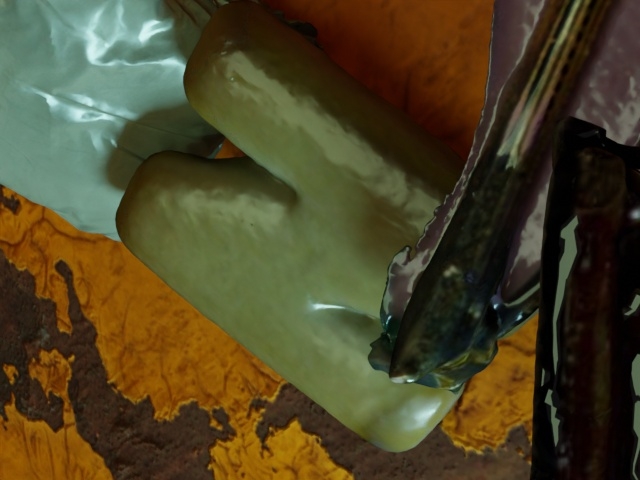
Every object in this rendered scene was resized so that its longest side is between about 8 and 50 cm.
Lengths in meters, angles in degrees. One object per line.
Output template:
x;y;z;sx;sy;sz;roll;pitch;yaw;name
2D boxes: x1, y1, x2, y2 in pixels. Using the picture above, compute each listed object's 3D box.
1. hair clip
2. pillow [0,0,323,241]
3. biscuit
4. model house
0.128;-0.063;0.682;0.110;0.095;0.359;34;103;44;hair clip
-0.185;-0.128;0.906;0.283;0.138;0.310;26;137;-18;pillow
0.000;0.000;0.820;0.290;0.062;0.237;40;127;6;biscuit
0.250;0.098;0.567;0.282;0.297;0.317;4;98;15;model house
